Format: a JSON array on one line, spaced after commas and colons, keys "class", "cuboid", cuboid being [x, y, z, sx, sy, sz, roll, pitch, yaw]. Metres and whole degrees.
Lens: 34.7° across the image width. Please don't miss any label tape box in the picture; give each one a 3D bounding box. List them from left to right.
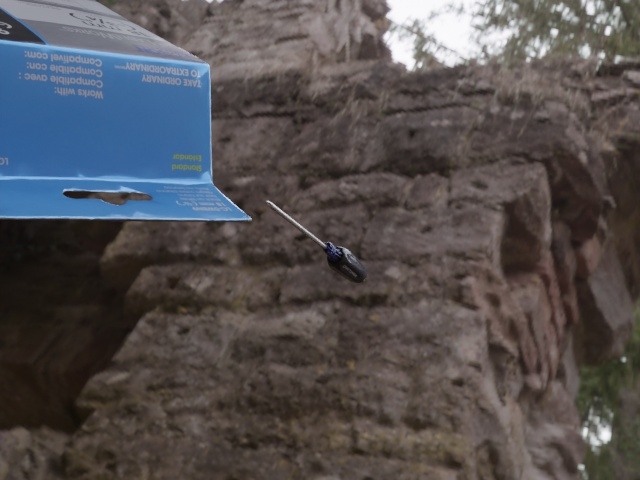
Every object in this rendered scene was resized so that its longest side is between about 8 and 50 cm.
[{"class": "label tape box", "cuboid": [-0.229, -0.131, 0.875, 0.333, 0.240, 0.106, 35, -64, 42]}]

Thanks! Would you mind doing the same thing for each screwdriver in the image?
[{"class": "screwdriver", "cuboid": [0.000, 0.000, 0.913, 0.025, 0.024, 0.170, -11, -29, 22]}]
